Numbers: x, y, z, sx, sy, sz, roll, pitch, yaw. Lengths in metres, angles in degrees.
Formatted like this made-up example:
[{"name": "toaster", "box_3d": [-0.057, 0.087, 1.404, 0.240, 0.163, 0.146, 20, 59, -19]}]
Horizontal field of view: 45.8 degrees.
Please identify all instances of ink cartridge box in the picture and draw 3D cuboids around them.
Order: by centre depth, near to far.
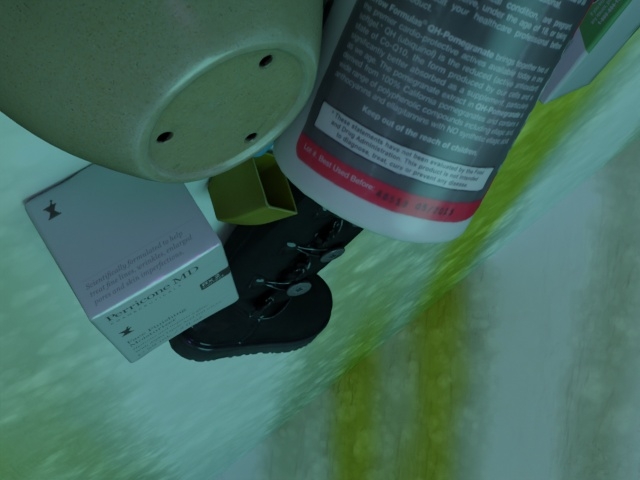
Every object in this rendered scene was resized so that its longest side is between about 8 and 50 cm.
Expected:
[{"name": "ink cartridge box", "box_3d": [0.215, -0.268, 0.739, 0.093, 0.212, 0.154, -26, 159, -34]}]

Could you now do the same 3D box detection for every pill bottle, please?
[{"name": "pill bottle", "box_3d": [0.098, -0.171, 0.559, 0.176, 0.176, 0.319, -11, 133, -50]}]

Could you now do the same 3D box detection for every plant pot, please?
[{"name": "plant pot", "box_3d": [-0.108, -0.151, 0.511, 0.284, 0.191, 0.284, -30, 162, -11]}, {"name": "plant pot", "box_3d": [-0.092, -0.059, 0.952, 0.083, 0.082, 0.081, -24, 166, 22]}]

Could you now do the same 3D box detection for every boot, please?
[{"name": "boot", "box_3d": [-0.001, 0.001, 1.187, 0.367, 0.146, 0.445, -13, 148, -52]}]

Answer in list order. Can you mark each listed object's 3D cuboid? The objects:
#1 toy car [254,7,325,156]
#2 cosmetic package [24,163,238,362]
[{"name": "toy car", "box_3d": [0.054, -0.116, 0.798, 0.219, 0.238, 0.210, -43, 160, 23]}, {"name": "cosmetic package", "box_3d": [-0.197, 0.016, 0.834, 0.151, 0.151, 0.184, -32, 162, -12]}]
